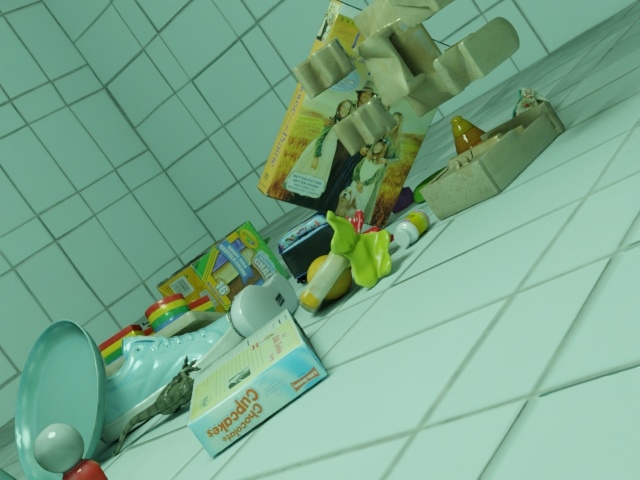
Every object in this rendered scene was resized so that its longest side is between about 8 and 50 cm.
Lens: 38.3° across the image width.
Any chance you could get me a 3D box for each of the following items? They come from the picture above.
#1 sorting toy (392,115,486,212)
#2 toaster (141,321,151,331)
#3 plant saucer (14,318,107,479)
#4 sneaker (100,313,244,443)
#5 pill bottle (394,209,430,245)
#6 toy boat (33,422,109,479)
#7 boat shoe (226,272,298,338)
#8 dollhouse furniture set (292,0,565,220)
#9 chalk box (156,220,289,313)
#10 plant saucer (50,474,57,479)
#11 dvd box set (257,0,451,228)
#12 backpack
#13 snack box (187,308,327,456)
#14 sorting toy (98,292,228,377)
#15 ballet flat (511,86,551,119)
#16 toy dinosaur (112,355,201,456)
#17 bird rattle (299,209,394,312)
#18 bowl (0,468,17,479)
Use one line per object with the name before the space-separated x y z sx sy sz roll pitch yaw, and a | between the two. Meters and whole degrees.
sorting toy | 0.244 -0.171 2.006 0.127 0.126 0.366 -40 9 -37
toaster | -0.347 0.198 2.386 0.168 0.110 0.186 -28 10 44
plant saucer | -0.479 0.306 1.716 0.044 0.317 0.318 13 -31 -41
sneaker | -0.304 0.226 1.776 0.366 0.150 0.135 -37 7 -18
pill bottle | 0.164 -0.021 1.669 0.043 0.043 0.083 -30 8 39
toy boat | -0.432 0.390 1.233 0.318 0.148 0.267 -37 6 -16
boat shoe | -0.126 0.137 1.723 0.102 0.108 0.301 -33 4 13
dollhouse furniture set | 0.227 -0.281 1.681 0.256 0.394 0.362 -40 8 -39
chalk box | -0.218 0.086 2.258 0.180 0.179 0.289 -30 7 46
plant saucer | -0.516 0.459 1.759 0.083 0.015 0.083 -34 7 5
dvd box set | 0.082 -0.252 1.923 0.420 0.308 0.062 -66 30 15
backpack | 0.000 0.000 2.047 0.158 0.116 0.173 -32 4 20
snack box | -0.097 0.195 1.343 0.187 0.060 0.322 -36 6 -2
sorting toy | -0.334 0.203 1.986 0.255 0.089 0.257 -34 -15 12
ballet flat | 0.453 -0.272 1.961 0.077 0.091 0.241 -1 22 16
toy dinosaur | -0.261 0.275 1.620 0.268 0.064 0.118 -36 12 20
bird rattle | 0.028 0.035 1.634 0.207 0.143 0.253 -51 4 -1
bowl | -0.845 0.566 2.015 0.312 0.163 0.311 -35 6 5
